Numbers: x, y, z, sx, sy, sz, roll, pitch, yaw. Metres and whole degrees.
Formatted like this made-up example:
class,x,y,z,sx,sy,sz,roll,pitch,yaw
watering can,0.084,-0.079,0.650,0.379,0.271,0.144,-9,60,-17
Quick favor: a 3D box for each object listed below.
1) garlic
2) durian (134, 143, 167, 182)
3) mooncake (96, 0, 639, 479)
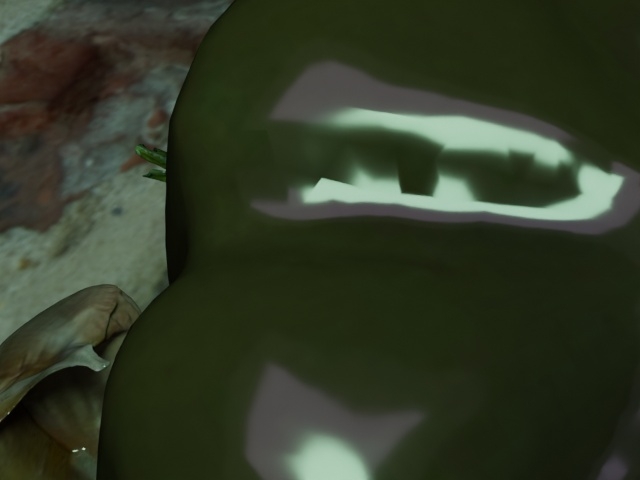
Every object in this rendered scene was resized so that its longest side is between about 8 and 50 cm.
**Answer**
class,x,y,z,sx,sy,sz,roll,pitch,yaw
garlic,-0.147,0.100,0.771,0.124,0.099,0.174,17,54,43
durian,0.000,0.000,0.816,0.215,0.100,0.086,12,49,10
mooncake,0.152,0.060,0.582,0.467,0.262,0.467,-1,58,2
